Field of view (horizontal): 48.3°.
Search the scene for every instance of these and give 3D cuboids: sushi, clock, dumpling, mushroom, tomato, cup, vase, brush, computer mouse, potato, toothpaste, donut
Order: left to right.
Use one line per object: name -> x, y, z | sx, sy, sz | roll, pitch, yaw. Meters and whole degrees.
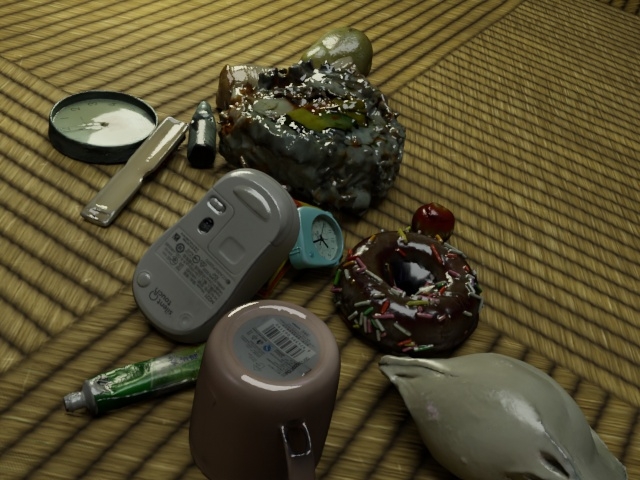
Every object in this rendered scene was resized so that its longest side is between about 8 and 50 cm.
clock -> -0.449, -0.241, 1.486 | 0.226, 0.049, 0.226 | 9, 39, -7
brush -> -0.354, -0.133, 1.392 | 0.060, 0.050, 0.321 | 22, 48, 7
toothpaste -> -0.242, 0.197, 1.026 | 0.248, 0.047, 0.078 | -12, 45, -31
vase -> -0.253, -0.237, 1.527 | 0.059, 0.060, 0.211 | 4, 39, -11
computer mouse -> -0.162, 0.021, 1.144 | 0.184, 0.297, 0.121 | 38, 1, 11
cup -> -0.062, 0.221, 0.923 | 0.191, 0.200, 0.253 | -4, 43, -21
mushroom -> -0.074, -0.364, 1.679 | 0.351, 0.123, 0.095 | -8, 12, -15
sushi -> -0.013, -0.221, 1.478 | 0.417, 0.176, 0.417 | 9, 37, -7
clock -> 0.001, 0.000, 1.276 | 0.147, 0.045, 0.108 | 7, 71, -49
potato -> 0.032, -0.449, 1.793 | 0.194, 0.157, 0.157 | -25, 52, -30
donut -> 0.153, 0.081, 1.230 | 0.269, 0.103, 0.270 | 8, 41, -7
tomato -> 0.225, -0.036, 1.410 | 0.087, 0.075, 0.087 | 11, 37, -8
dumpling -> 0.264, 0.249, 1.024 | 0.341, 0.181, 0.260 | 1, 2, 38

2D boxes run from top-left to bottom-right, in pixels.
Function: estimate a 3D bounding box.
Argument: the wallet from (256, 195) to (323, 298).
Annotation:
wallet -> -0.102, -0.006, 1.290 | 0.141, 0.067, 0.241 | 22, 40, 13
